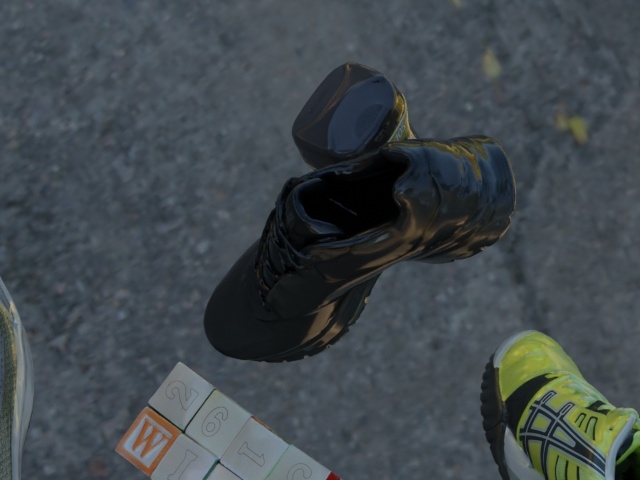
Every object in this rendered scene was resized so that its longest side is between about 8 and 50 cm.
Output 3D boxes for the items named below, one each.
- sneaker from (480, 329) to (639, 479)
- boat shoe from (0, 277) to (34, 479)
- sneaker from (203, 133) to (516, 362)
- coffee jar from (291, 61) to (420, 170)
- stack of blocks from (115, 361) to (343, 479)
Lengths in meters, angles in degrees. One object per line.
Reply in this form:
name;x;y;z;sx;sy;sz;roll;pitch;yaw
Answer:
sneaker;0.249;0.199;1.374;0.145;0.147;0.385;32;24;-25
boat shoe;-0.170;0.056;0.565;0.118;0.103;0.320;-16;42;-6
sneaker;0.000;0.000;1.121;0.130;0.286;0.109;9;53;-48
coffee jar;0.047;-0.066;1.299;0.096;0.079;0.184;-55;144;-12
stack of blocks;-0.001;0.228;1.199;0.087;0.297;0.171;-54;148;-7
